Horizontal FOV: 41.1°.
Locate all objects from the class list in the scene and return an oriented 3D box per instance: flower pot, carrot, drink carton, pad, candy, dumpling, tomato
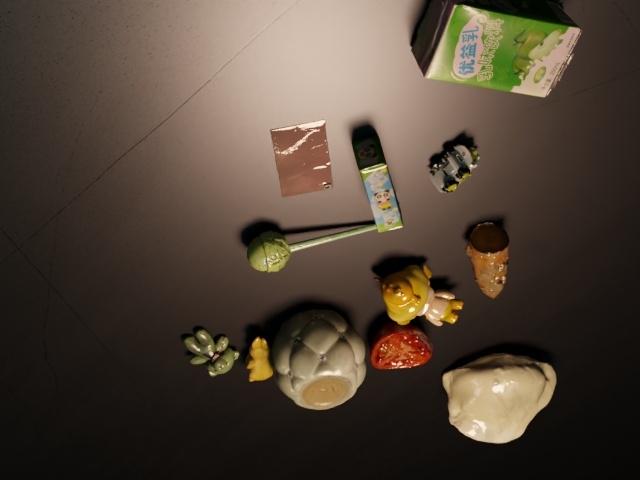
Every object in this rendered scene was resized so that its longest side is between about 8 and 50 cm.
[{"bbox_3d":[-0.004,0.296,2.104,0.246,0.195,0.246,-7,137,-6],"label":"flower pot"},{"bbox_3d":[0.412,0.066,2.061,0.102,0.102,0.263,-16,143,2],"label":"carrot"},{"bbox_3d":[0.320,-0.367,1.568,0.271,0.108,0.161,6,131,-18],"label":"drink carton"},{"bbox_3d":[-0.036,-0.164,1.759,0.113,0.006,0.188,-11,136,-3],"label":"pad"},{"bbox_3d":[0.000,0.000,1.899,0.335,0.092,0.093,-13,101,-12],"label":"candy"},{"bbox_3d":[0.502,0.435,2.353,0.318,0.243,0.187,-2,167,4],"label":"dumpling"},{"bbox_3d":[0.122,-0.117,1.784,0.062,0.097,0.194,-15,136,6],"label":"candy"},{"bbox_3d":[0.206,0.257,2.200,0.166,0.082,0.174,-5,140,-4],"label":"tomato"}]

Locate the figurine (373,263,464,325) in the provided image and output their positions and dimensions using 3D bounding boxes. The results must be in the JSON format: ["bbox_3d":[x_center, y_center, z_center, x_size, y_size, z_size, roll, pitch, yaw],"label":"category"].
[{"bbox_3d":[0.237,0.136,2.057,0.246,0.131,0.156,25,90,-32],"label":"figurine"}]

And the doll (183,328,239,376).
[{"bbox_3d":[-0.275,0.281,2.115,0.115,0.077,0.150,-38,121,9],"label":"doll"}]

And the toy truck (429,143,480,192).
[{"bbox_3d":[0.292,-0.154,1.812,0.077,0.076,0.111,0,143,-49],"label":"toy truck"}]

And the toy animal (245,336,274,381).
[{"bbox_3d":[-0.147,0.283,2.144,0.083,0.070,0.159,-10,138,-13],"label":"toy animal"}]
